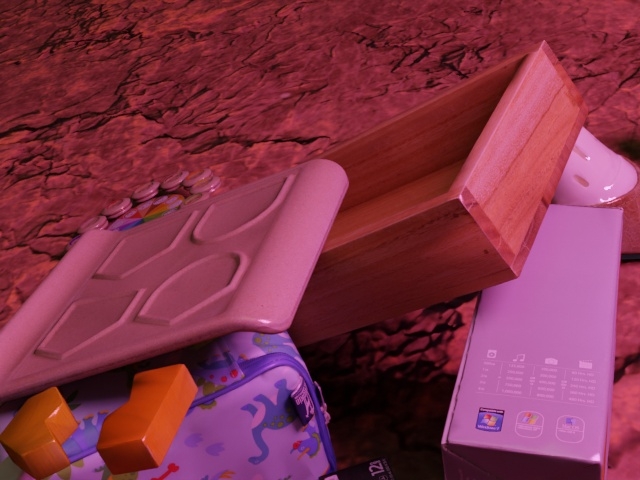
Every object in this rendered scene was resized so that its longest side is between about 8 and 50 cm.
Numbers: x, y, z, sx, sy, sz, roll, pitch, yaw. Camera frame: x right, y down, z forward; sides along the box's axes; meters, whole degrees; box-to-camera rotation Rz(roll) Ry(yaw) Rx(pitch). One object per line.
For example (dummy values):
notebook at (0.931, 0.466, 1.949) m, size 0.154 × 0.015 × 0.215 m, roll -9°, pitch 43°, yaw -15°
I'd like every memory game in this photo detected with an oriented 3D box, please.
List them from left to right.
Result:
memory game at (-0.191, -0.028, 1.010) m, size 0.186 × 0.012 × 0.186 m, roll -22°, pitch 24°, yaw 10°

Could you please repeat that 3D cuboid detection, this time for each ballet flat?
ballet flat at (0.189, -0.062, 0.909) m, size 0.342 × 0.124 × 0.116 m, roll 8°, pitch 41°, yaw 23°

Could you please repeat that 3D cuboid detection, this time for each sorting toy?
sorting toy at (-0.112, 0.052, 0.613) m, size 0.229 × 0.041 × 0.307 m, roll -14°, pitch 26°, yaw 22°

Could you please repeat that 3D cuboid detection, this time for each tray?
tray at (0.000, 0.000, 0.758) m, size 0.411 × 0.076 × 0.203 m, roll -22°, pitch 24°, yaw 41°

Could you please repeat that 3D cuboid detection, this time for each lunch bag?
lunch bag at (-0.101, 0.152, 0.661) m, size 0.219 × 0.176 × 0.090 m, roll -22°, pitch 42°, yaw -11°

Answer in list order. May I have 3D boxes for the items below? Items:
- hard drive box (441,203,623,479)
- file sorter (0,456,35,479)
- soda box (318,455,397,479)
hard drive box at (0.152, 0.113, 0.642) m, size 0.089 × 0.181 × 0.232 m, roll 3°, pitch 40°, yaw 18°
file sorter at (-0.154, 0.295, 0.474) m, size 0.173 × 0.193 × 0.277 m, roll 12°, pitch 42°, yaw 23°
soda box at (0.049, 0.226, 0.618) m, size 0.053 × 0.060 × 0.169 m, roll -15°, pitch 36°, yaw -8°
